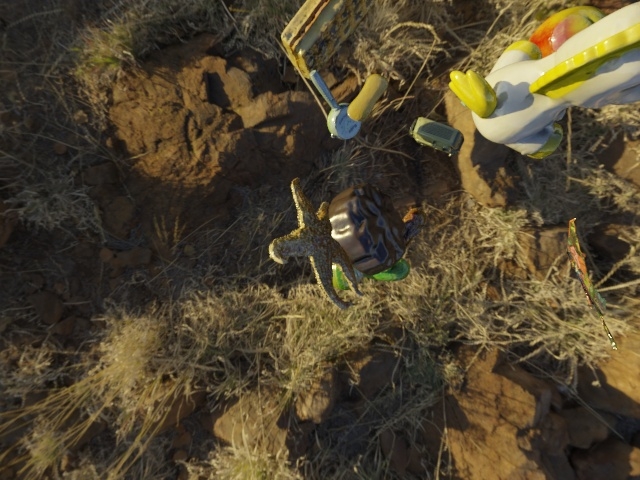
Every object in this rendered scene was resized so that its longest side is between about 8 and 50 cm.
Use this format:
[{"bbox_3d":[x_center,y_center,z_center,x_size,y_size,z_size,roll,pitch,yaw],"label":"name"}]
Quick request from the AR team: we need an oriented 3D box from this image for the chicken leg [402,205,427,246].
[{"bbox_3d":[0.311,-0.043,1.514,0.083,0.177,0.322,47,64,-5],"label":"chicken leg"}]

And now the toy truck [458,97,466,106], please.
[{"bbox_3d":[0.578,-0.550,1.555,0.090,0.073,0.056,-26,69,-35],"label":"toy truck"}]

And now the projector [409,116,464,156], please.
[{"bbox_3d":[0.431,-0.388,1.532,0.194,0.269,0.088,26,105,17],"label":"projector"}]

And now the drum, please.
[{"bbox_3d":[0.059,-0.443,1.312,0.130,0.049,0.253,-37,130,-16],"label":"drum"}]

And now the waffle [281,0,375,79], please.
[{"bbox_3d":[0.039,-0.725,1.321,0.114,0.261,0.376,41,96,0],"label":"waffle"}]

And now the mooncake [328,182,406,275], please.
[{"bbox_3d":[0.153,-0.039,1.258,0.141,0.283,0.283,-32,99,38],"label":"mooncake"}]

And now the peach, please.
[{"bbox_3d":[0.726,-0.557,1.200,0.231,0.231,0.230,0,98,-1],"label":"peach"}]

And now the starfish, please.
[{"bbox_3d":[0.003,-0.002,0.916,0.060,0.299,0.302,-28,55,33],"label":"starfish"}]

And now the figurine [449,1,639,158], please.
[{"bbox_3d":[0.204,-0.130,0.322,0.130,0.178,0.109,-9,92,-39],"label":"figurine"}]

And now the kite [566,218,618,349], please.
[{"bbox_3d":[0.559,0.070,0.865,0.016,0.234,0.321,-20,108,23],"label":"kite"}]

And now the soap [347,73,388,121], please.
[{"bbox_3d":[0.071,-0.214,0.614,0.034,0.012,0.089,32,76,7],"label":"soap"}]

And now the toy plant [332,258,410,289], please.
[{"bbox_3d":[0.202,0.106,1.652,0.316,0.224,0.184,-4,81,17],"label":"toy plant"}]
